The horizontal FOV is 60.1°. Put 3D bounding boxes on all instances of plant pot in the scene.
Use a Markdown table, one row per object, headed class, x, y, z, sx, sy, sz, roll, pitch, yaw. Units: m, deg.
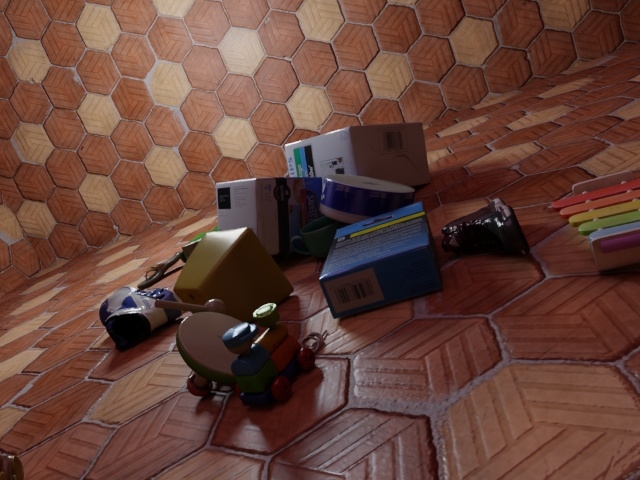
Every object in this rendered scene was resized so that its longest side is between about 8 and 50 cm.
| class | x | y | z | sx | sy | sz | roll | pitch | yaw |
| --- | --- | --- | --- | --- | --- | --- | --- | --- | --- |
| plant pot | -0.236 | 0.113 | 1.395 | 0.212 | 0.212 | 0.187 | -6 | 35 | 47 |

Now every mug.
| class | x | y | z | sx | sy | sz | roll | pitch | yaw |
| --- | --- | --- | --- | --- | --- | --- | --- | --- | --- |
| mug | 0.008 | -0.004 | 1.614 | 0.158 | 0.097 | 0.129 | -11 | 19 | 37 |

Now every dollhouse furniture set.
| class | x | y | z | sx | sy | sz | roll | pitch | yaw |
| --- | --- | --- | --- | --- | --- | --- | --- | --- | --- |
| dollhouse furniture set | -0.396 | 0.064 | 1.849 | 0.144 | 0.151 | 0.123 | -24 | 15 | -11 |

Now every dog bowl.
| class | x | y | z | sx | sy | sz | roll | pitch | yaw |
| --- | --- | --- | --- | --- | --- | --- | --- | --- | --- |
| dog bowl | 0.134 | -0.116 | 1.583 | 0.265 | 0.104 | 0.265 | 8 | 13 | -2 |

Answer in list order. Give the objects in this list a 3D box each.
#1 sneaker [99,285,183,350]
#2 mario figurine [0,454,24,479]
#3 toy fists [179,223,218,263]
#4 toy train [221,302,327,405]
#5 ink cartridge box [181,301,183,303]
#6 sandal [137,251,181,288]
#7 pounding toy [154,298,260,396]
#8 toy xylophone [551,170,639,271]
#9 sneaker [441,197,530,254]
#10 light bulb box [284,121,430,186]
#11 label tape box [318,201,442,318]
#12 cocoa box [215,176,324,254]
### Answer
| class | x | y | z | sx | sy | sz | roll | pitch | yaw |
| --- | --- | --- | --- | --- | --- | --- | --- | --- | --- |
| sneaker | -0.566 | 0.223 | 1.592 | 0.316 | 0.127 | 0.182 | -9 | 18 | 35 |
| mario figurine | -0.703 | 0.440 | 0.946 | 0.321 | 0.197 | 0.170 | -22 | 27 | -14 |
| toy fists | -0.424 | 0.003 | 2.181 | 0.279 | 0.096 | 0.142 | -27 | 22 | 26 |
| toy train | -0.076 | 0.177 | 1.026 | 0.105 | 0.143 | 0.248 | -11 | 19 | 35 |
| ink cartridge box | -0.418 | 0.189 | 1.684 | 0.115 | 0.029 | 0.063 | -21 | 15 | 7 |
| sandal | -0.638 | 0.108 | 2.172 | 0.219 | 0.060 | 0.090 | -44 | 18 | -22 |
| pounding toy | -0.227 | 0.226 | 1.116 | 0.183 | 0.110 | 0.237 | 3 | 32 | -46 |
| toy xylophone | 0.567 | -0.044 | 0.994 | 0.237 | 0.081 | 0.322 | -18 | 16 | 16 |
| sneaker | 0.339 | -0.005 | 1.178 | 0.163 | 0.106 | 0.281 | -24 | 4 | 14 |
| light bulb box | 0.127 | -0.269 | 1.953 | 0.358 | 0.225 | 0.361 | -12 | 6 | -39 |
| label tape box | 0.144 | 0.035 | 1.272 | 0.241 | 0.105 | 0.333 | -18 | 15 | 14 |
| cocoa box | -0.166 | -0.083 | 1.771 | 0.228 | 0.231 | 0.347 | -5 | 5 | -30 |
